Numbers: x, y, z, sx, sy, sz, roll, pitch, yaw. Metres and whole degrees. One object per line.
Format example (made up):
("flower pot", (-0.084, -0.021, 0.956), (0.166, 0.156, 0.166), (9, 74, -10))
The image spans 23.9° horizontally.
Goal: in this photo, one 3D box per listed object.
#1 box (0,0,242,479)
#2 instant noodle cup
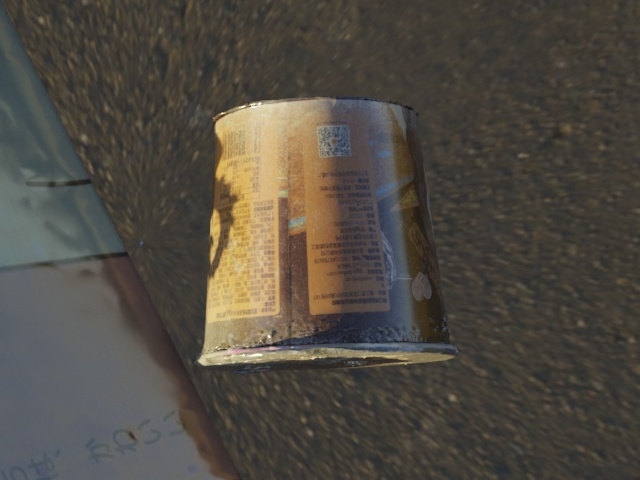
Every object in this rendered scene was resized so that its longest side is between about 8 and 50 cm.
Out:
("box", (-0.157, 0.010, 0.341), (0.215, 0.086, 0.215), (-15, 71, -46))
("instant noodle cup", (0.000, 0.000, 1.229), (0.217, 0.217, 0.207), (-2, 83, -7))
